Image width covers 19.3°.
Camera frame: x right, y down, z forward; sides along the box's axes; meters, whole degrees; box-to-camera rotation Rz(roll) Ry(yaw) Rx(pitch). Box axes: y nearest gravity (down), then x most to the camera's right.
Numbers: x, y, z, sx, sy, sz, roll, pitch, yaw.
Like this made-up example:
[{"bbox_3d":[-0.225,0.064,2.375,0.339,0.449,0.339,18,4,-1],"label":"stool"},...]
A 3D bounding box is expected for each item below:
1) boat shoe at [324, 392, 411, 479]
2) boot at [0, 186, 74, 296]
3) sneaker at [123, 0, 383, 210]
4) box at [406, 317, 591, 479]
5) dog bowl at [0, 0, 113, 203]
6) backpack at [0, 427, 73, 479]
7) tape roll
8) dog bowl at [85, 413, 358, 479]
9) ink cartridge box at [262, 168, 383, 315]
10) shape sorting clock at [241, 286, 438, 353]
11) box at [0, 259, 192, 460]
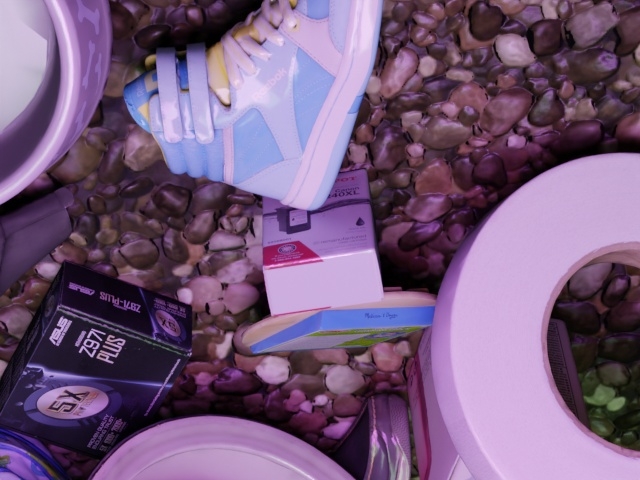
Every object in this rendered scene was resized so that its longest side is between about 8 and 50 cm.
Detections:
[{"bbox_3d":[0.008,0.311,2.060,0.130,0.132,0.355,10,125,-11],"label":"boat shoe"},{"bbox_3d":[-0.310,0.031,1.870,0.137,0.077,0.198,-26,164,-24],"label":"boot"},{"bbox_3d":[-0.064,-0.170,1.697,0.208,0.127,0.319,8,125,-11],"label":"sneaker"},{"bbox_3d":[0.181,0.189,1.913,0.148,0.232,0.127,10,127,-11],"label":"box"},{"bbox_3d":[-0.360,-0.170,1.648,0.349,0.102,0.349,-1,114,-2],"label":"dog bowl"},{"bbox_3d":[-0.350,0.354,1.997,0.290,0.273,0.355,-17,99,-7],"label":"backpack"},{"bbox_3d":[0.298,0.110,1.797,0.392,0.392,0.072,12,165,-12],"label":"tape roll"},{"bbox_3d":[-0.095,0.384,1.865,0.408,0.408,0.150,23,136,-20],"label":"dog bowl"},{"bbox_3d":[0.000,0.000,1.813,0.109,0.150,0.063,-9,123,3],"label":"ink cartridge box"},{"bbox_3d":[0.022,0.079,1.884,0.206,0.040,0.206,-7,170,-1],"label":"shape sorting clock"},{"bbox_3d":[-0.234,0.129,1.940,0.147,0.077,0.180,22,123,-18],"label":"box"}]
